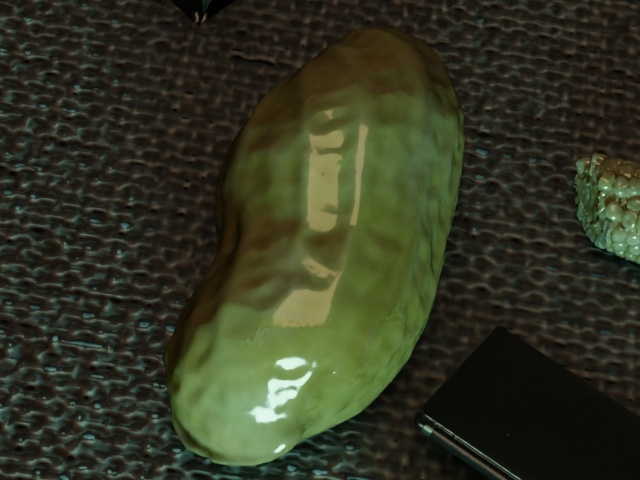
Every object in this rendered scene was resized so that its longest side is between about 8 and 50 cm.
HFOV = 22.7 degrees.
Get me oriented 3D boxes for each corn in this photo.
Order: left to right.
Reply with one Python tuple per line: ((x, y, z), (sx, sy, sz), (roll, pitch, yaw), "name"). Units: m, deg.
((0.285, -0.005, 1.183), (0.210, 0.087, 0.087), (15, 63, 8), "corn")

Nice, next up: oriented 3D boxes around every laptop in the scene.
((0.168, 0.142, 1.119), (0.180, 0.016, 0.129), (34, 44, 14), "laptop")

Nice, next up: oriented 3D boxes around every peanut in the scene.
((0.006, 0.001, 1.131), (0.174, 0.158, 0.340), (19, 65, -16), "peanut")

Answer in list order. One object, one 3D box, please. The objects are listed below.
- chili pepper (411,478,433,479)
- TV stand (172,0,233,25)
((0.119, 0.211, 1.081), (0.272, 0.063, 0.071), (15, 76, 3), "chili pepper")
((-0.097, -0.258, 1.203), (0.040, 0.256, 0.049), (-39, 72, -19), "TV stand")
